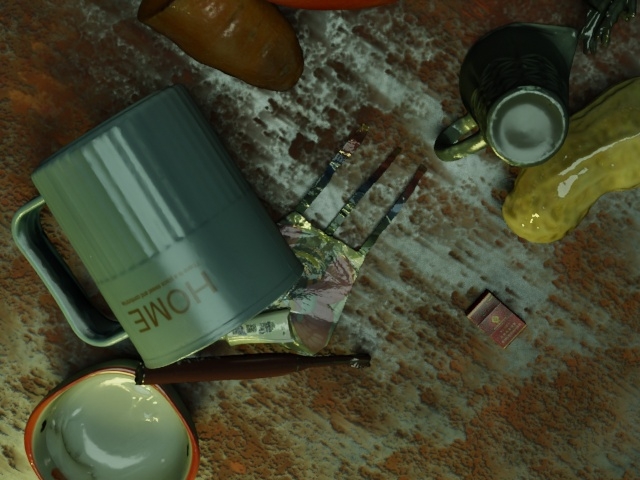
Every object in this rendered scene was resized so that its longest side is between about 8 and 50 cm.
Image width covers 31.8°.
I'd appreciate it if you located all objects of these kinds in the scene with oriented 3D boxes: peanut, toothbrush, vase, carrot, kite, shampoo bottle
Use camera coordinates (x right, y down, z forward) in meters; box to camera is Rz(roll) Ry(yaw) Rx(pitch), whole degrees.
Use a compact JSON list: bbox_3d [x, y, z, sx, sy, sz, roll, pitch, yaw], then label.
[{"bbox_3d":[0.387,-0.115,1.587,0.305,0.147,0.147,-34,103,8],"label":"peanut"},{"bbox_3d":[-0.092,0.183,1.640,0.363,0.041,0.041,-1,105,-24],"label":"toothbrush"},{"bbox_3d":[0.255,-0.179,1.494,0.251,0.301,0.156,-36,102,16],"label":"vase"},{"bbox_3d":[-0.115,-0.294,1.535,0.225,0.159,0.159,37,100,-23],"label":"carrot"},{"bbox_3d":[0.000,0.001,1.661,0.204,0.022,0.360,33,102,-10],"label":"kite"},{"bbox_3d":[-0.110,0.136,1.681,0.141,0.034,0.049,-8,113,7],"label":"shampoo bottle"}]

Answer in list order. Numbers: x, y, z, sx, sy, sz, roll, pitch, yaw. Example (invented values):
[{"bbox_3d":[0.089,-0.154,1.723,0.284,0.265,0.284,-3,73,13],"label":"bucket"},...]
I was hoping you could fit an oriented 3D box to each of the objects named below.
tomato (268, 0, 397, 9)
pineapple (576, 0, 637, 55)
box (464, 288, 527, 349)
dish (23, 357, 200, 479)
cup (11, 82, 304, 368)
[{"bbox_3d":[0.007,-0.449,1.419,0.341,0.272,0.342,11,73,-38],"label":"tomato"},{"bbox_3d":[0.465,-0.397,1.521,0.340,0.169,0.169,-42,102,14],"label":"pineapple"},{"bbox_3d":[0.265,0.119,1.697,0.082,0.023,0.051,41,98,-11],"label":"box"},{"bbox_3d":[-0.302,0.289,1.673,0.256,0.117,0.256,0,104,-1],"label":"dish"},{"bbox_3d":[-0.229,-0.020,1.554,0.256,0.331,0.311,-38,102,-35],"label":"cup"}]
